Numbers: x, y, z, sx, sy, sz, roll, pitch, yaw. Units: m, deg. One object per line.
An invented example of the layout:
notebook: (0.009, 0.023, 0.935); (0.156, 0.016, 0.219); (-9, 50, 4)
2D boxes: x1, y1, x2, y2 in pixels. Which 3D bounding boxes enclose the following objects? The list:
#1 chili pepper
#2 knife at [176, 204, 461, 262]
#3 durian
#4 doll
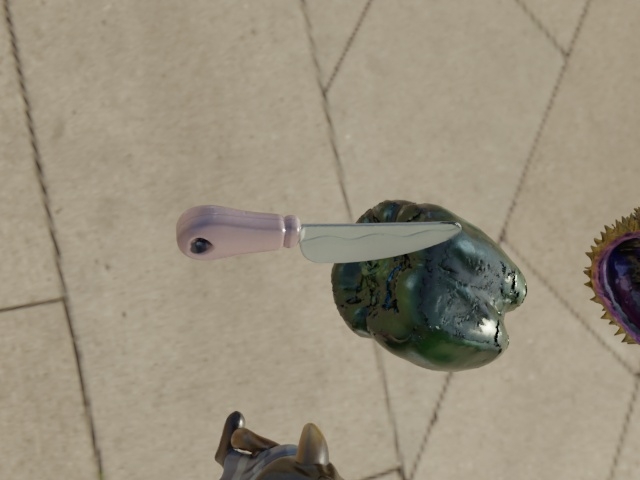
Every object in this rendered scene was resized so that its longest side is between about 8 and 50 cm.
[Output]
chili pepper: (0.167, 0.070, 1.991); (0.256, 0.248, 0.233); (22, 101, -36)
knife: (-0.001, 0.002, 1.562); (0.336, 0.081, 0.043); (3, 47, -11)
durian: (0.466, 0.044, 1.879); (0.186, 0.153, 0.260); (-50, 129, -51)
doll: (-0.074, 0.396, 1.894); (0.209, 0.340, 0.318); (-12, 84, -20)
